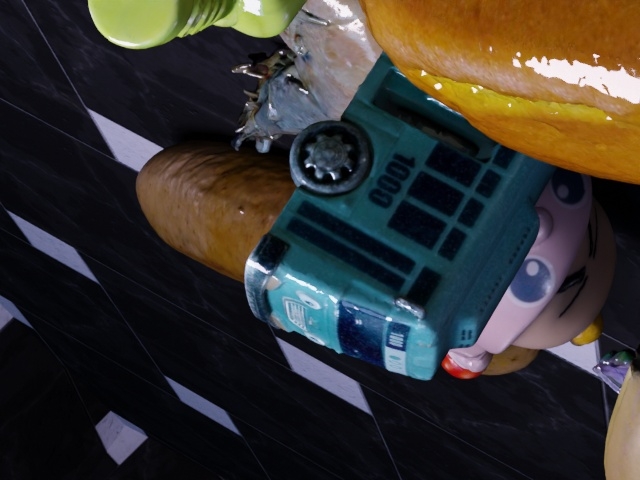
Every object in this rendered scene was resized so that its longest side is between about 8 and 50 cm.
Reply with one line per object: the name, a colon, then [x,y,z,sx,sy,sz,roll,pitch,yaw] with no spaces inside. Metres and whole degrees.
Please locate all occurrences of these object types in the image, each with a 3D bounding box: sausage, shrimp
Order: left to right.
shrimp: [-0.044,-0.147,1.450,0.178,0.075,0.289,45,164,-10]
sausage: [-0.002,0.000,1.707,0.501,0.123,0.136,20,-172,41]

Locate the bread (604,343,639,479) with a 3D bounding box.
bread: [0.309,0.168,1.491,0.158,0.156,0.261,24,-163,27]

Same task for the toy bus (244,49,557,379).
toy bus: [0.070,-0.046,1.169,0.147,0.256,0.128,28,164,12]

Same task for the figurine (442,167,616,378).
figurine: [0.126,0.004,1.410,0.186,0.176,0.287,18,160,-9]

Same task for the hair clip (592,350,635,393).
hair clip: [0.310,0.165,1.704,0.195,0.052,0.124,45,156,-20]

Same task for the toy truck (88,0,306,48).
toy truck: [-0.040,-0.189,1.095,0.148,0.210,0.187,32,-178,8]

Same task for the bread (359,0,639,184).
bread: [0.152,-0.117,0.974,0.288,0.156,0.204,14,157,48]
